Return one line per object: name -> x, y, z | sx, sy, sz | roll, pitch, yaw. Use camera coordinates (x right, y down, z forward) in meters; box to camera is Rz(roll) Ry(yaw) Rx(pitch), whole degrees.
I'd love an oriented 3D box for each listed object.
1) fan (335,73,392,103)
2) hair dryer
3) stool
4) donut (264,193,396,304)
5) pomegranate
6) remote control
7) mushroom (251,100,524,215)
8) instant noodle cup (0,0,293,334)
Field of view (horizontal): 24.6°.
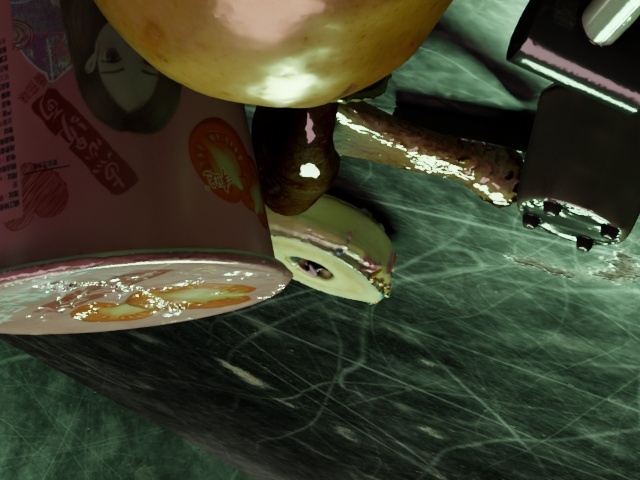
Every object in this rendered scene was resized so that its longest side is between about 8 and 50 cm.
fan -> -0.078, -0.152, 0.908 | 0.335, 0.011, 0.229 | -9, -133, -49
hair dryer -> 0.190, -0.144, 0.879 | 0.100, 0.057, 0.197 | 23, 157, -4
stool -> 0.188, -0.054, 1.028 | 0.096, 0.110, 0.096 | 18, 164, 5
donut -> 0.000, 0.000, 1.488 | 0.175, 0.068, 0.174 | 22, 165, 6
pomegranate -> -0.023, -0.176, 0.760 | 0.233, 0.233, 0.233 | 21, 162, 7
remote control -> 0.169, -0.066, 1.158 | 0.245, 0.025, 0.063 | 13, 161, 27
mushroom -> 0.061, -0.080, 1.096 | 0.218, 0.148, 0.227 | 15, 172, -1
instant noodle cup -> -0.152, -0.067, 1.016 | 0.243, 0.231, 0.243 | -7, 167, -2
